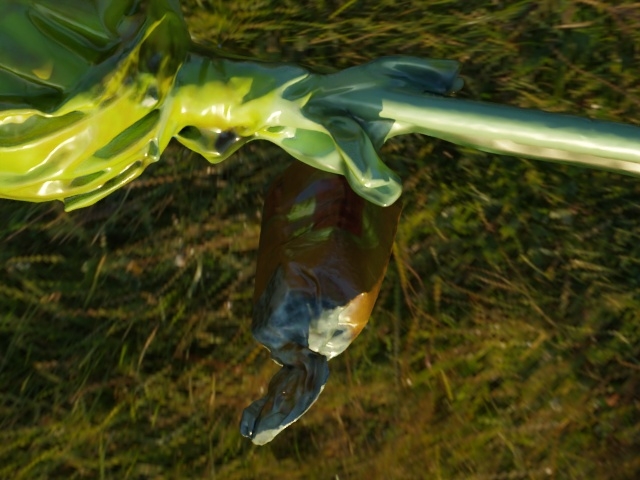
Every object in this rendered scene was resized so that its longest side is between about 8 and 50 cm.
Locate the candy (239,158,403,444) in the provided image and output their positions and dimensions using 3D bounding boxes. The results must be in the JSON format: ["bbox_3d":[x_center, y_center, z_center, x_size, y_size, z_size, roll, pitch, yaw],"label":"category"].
[{"bbox_3d":[0.000,0.000,0.550,0.053,0.182,0.046,-27,120,32],"label":"candy"}]

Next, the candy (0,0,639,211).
[{"bbox_3d":[0.015,-0.031,0.356,0.262,0.073,0.077,10,58,-1],"label":"candy"}]
